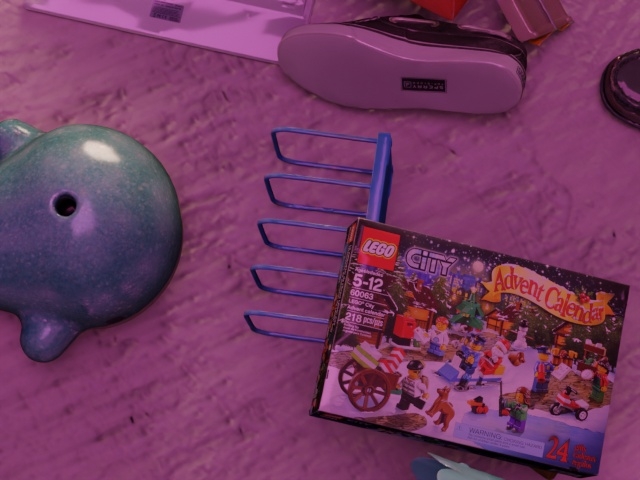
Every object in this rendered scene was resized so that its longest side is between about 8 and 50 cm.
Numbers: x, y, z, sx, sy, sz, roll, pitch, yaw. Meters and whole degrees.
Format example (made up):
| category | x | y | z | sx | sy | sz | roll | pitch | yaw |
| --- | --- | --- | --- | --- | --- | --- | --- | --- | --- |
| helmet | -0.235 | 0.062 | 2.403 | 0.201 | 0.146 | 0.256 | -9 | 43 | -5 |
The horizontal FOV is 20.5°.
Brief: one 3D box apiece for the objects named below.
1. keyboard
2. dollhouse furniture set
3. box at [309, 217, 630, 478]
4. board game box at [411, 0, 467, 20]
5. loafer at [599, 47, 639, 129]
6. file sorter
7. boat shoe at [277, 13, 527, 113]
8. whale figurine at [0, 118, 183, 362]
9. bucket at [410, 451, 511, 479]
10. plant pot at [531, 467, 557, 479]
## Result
| category | x | y | z | sx | sy | sz | roll | pitch | yaw |
| --- | --- | --- | --- | --- | --- | --- | --- | --- | --- |
| keyboard | -0.137 | -0.216 | 1.600 | 0.256 | 0.014 | 0.072 | 13 | 83 | 3 |
| dollhouse furniture set | 0.156 | -0.237 | 1.585 | 0.076 | 0.059 | 0.151 | -30 | 91 | -50 |
| box | 0.120 | 0.087 | 1.414 | 0.233 | 0.044 | 0.159 | 14 | 78 | -9 |
| board game box | 0.097 | -0.372 | 1.556 | 0.242 | 0.064 | 0.316 | 30 | 69 | 17 |
| loafer | 0.383 | -0.132 | 1.547 | 0.268 | 0.084 | 0.096 | 9 | 78 | 1 |
| file sorter | 0.000 | 0.000 | 1.502 | 0.105 | 0.118 | 0.170 | 7 | 78 | 5 |
| boat shoe | 0.073 | -0.161 | 1.564 | 0.219 | 0.077 | 0.070 | 10 | 43 | 5 |
| whale figurine | -0.253 | -0.005 | 1.487 | 0.272 | 0.141 | 0.216 | -9 | 79 | -2 |
| bucket | 0.133 | 0.315 | 1.361 | 0.183 | 0.281 | 0.281 | 17 | 78 | -5 |
| plant pot | 0.189 | 0.144 | 1.488 | 0.081 | 0.083 | 0.081 | 35 | 79 | 7 |
